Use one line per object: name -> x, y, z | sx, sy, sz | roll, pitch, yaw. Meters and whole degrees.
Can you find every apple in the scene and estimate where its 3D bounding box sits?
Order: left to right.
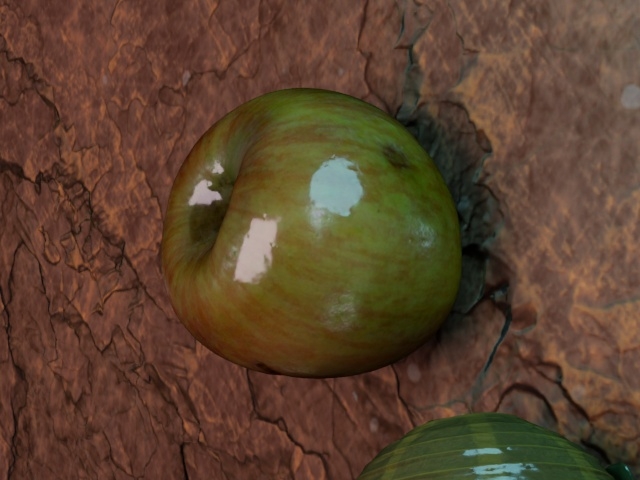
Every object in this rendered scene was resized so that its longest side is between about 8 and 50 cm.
apple -> 0.000, 0.000, 1.373 | 0.264, 0.264, 0.264 | -3, 86, 52

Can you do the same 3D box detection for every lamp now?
lamp -> 0.130, 0.273, 1.171 | 0.250, 0.250, 0.284 | -35, 54, 45
